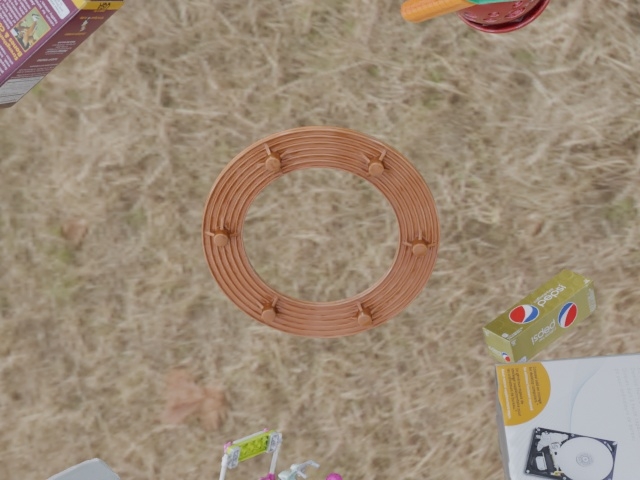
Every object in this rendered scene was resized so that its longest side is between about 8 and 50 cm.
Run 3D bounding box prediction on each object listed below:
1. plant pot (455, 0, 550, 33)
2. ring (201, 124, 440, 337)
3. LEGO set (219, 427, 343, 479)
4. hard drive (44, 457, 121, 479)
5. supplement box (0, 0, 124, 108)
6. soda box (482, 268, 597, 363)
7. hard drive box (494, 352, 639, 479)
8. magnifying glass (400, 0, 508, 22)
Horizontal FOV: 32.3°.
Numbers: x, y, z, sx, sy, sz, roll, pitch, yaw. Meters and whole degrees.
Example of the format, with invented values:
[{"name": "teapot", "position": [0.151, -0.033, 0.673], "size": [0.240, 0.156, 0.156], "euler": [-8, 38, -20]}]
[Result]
[{"name": "plant pot", "position": [0.262, -0.412, 1.665], "size": [0.191, 0.174, 0.191], "euler": [-5, 75, 18]}, {"name": "ring", "position": [0.000, 0.000, 1.538], "size": [0.336, 0.032, 0.337], "euler": [0, 120, 0]}, {"name": "LEGO set", "position": [-0.075, 0.286, 1.150], "size": [0.132, 0.287, 0.107], "euler": [18, 111, 15]}, {"name": "hard drive", "position": [-0.227, 0.309, 0.751], "size": [0.040, 0.203, 0.308], "euler": [35, 133, 34]}, {"name": "supplement box", "position": [-0.311, -0.228, 1.140], "size": [0.188, 0.081, 0.104], "euler": [-36, 88, 23]}, {"name": "soda box", "position": [0.336, 0.118, 1.679], "size": [0.061, 0.181, 0.058], "euler": [27, 142, 51]}, {"name": "hard drive box", "position": [0.299, 0.208, 1.100], "size": [0.232, 0.181, 0.089], "euler": [-5, 133, 4]}, {"name": "magnifying glass", "position": [0.159, -0.239, 1.050], "size": [0.231, 0.092, 0.026], "euler": [0, 84, 56]}]
